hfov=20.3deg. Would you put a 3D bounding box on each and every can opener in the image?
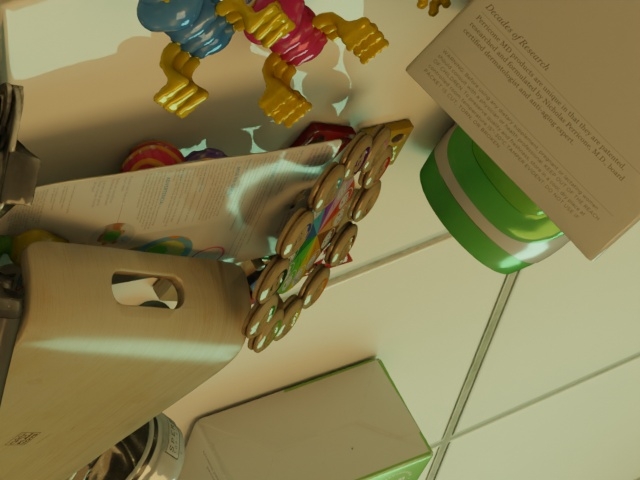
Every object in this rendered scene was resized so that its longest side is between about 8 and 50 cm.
[{"bbox_3d":[-0.227,0.039,1.048,0.095,0.076,0.283,11,100,-21],"label":"can opener"}]

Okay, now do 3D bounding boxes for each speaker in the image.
[{"bbox_3d":[0.216,-0.106,1.329,0.296,0.131,0.131,-41,153,22],"label":"speaker"}]

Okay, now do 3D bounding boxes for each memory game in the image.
[{"bbox_3d":[0.000,0.000,1.260,0.186,0.012,0.186,-54,167,-19],"label":"memory game"}]

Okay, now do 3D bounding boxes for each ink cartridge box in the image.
[{"bbox_3d":[-0.046,0.280,1.757,0.207,0.119,0.353,-17,151,-27],"label":"ink cartridge box"}]

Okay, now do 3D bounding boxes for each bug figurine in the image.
[{"bbox_3d":[0.014,-0.174,1.048,0.279,0.072,0.216,-38,161,4],"label":"bug figurine"}]

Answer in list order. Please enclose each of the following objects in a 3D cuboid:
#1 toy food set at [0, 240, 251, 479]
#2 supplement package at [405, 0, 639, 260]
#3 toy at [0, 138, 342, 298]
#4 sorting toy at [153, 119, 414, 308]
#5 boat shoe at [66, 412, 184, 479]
[{"bbox_3d":[-0.222,0.097,1.239,0.306,0.092,0.219,-37,156,26],"label":"toy food set"},{"bbox_3d":[0.231,-0.162,1.126,0.293,0.175,0.177,-46,177,29],"label":"supplement package"},{"bbox_3d":[-0.117,-0.027,1.195,0.237,0.056,0.137,-14,153,-27],"label":"toy"},{"bbox_3d":[-0.031,0.010,1.367,0.274,0.046,0.132,-45,151,27],"label":"sorting toy"},{"bbox_3d":[-0.257,0.240,1.487,0.119,0.121,0.335,32,111,-28],"label":"boat shoe"}]
